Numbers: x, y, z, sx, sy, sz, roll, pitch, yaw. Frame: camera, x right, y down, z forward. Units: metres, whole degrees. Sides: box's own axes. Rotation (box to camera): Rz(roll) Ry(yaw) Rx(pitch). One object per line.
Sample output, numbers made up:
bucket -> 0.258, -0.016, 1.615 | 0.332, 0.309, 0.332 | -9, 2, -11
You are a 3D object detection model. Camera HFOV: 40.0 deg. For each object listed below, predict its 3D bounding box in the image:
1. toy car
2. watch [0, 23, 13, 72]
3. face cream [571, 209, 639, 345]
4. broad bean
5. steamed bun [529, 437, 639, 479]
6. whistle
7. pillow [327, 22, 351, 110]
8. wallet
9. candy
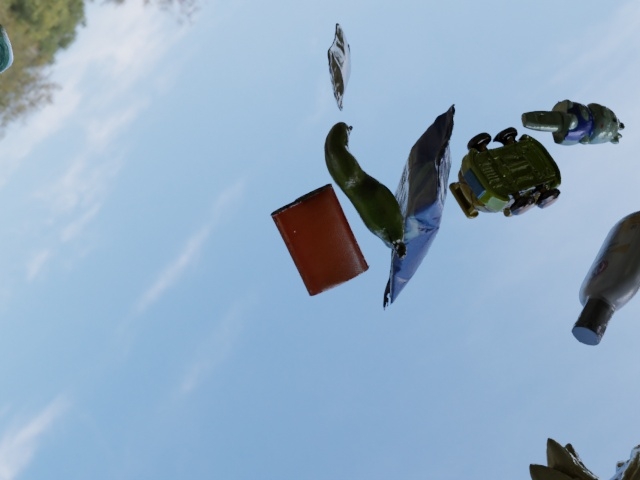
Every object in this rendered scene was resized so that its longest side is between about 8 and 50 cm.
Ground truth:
toy car -> 0.403, -0.131, 1.938 | 0.200, 0.248, 0.142 | 63, -36, 20
watch -> -0.512, -0.234, 1.162 | 0.195, 0.068, 0.237 | 9, -148, 43
face cream -> 0.536, 0.067, 1.604 | 0.291, 0.071, 0.144 | -54, -172, -28
broad bean -> 0.065, -0.067, 1.237 | 0.070, 0.213, 0.048 | -28, -178, -33
steamed bun -> 0.455, 0.490, 1.494 | 0.189, 0.247, 0.428 | 6, -125, 42
whistle -> 0.554, -0.257, 1.910 | 0.092, 0.245, 0.110 | 118, -28, -59
pillow -> 0.039, -0.359, 1.793 | 0.033, 0.130, 0.217 | -7, -147, 13
wallet -> 0.000, 0.000, 1.815 | 0.142, 0.204, 0.045 | -27, -161, -4
candy -> 0.154, -0.046, 1.400 | 0.331, 0.077, 0.187 | 103, -1, -53
